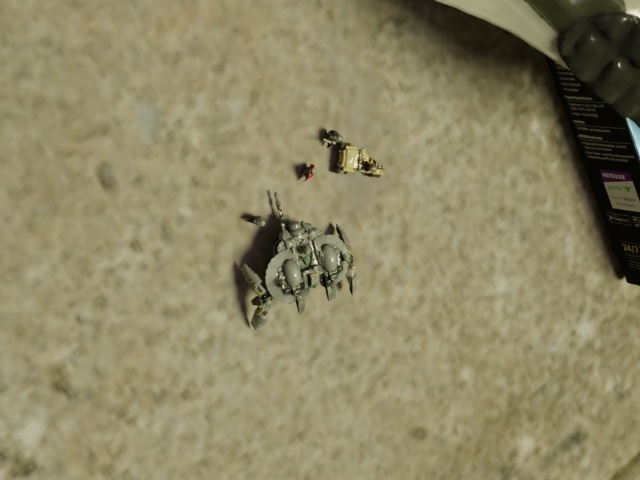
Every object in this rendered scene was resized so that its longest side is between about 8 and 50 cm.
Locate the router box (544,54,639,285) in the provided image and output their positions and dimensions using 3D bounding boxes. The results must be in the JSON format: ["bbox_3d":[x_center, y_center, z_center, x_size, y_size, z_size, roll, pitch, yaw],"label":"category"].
[{"bbox_3d":[0.191,-0.078,0.635,0.179,0.046,0.133,-33,111,-23],"label":"router box"}]

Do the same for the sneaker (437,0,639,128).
[{"bbox_3d":[0.053,-0.180,0.514,0.410,0.158,0.182,27,41,-19],"label":"sneaker"}]

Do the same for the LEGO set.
[{"bbox_3d":[-0.001,-0.002,0.544,0.054,0.023,0.083,15,89,-31],"label":"LEGO set"}]
